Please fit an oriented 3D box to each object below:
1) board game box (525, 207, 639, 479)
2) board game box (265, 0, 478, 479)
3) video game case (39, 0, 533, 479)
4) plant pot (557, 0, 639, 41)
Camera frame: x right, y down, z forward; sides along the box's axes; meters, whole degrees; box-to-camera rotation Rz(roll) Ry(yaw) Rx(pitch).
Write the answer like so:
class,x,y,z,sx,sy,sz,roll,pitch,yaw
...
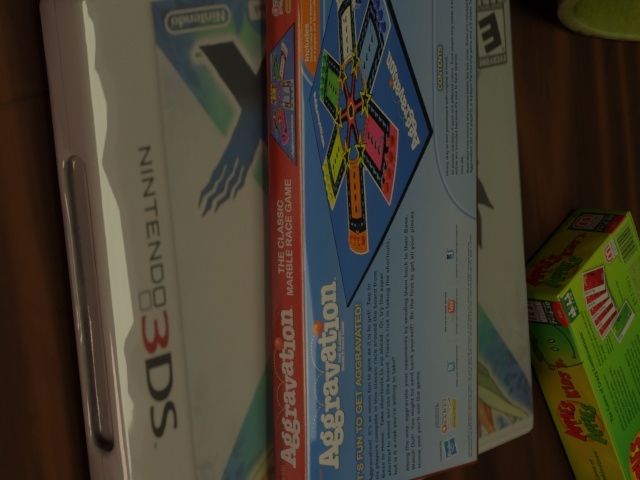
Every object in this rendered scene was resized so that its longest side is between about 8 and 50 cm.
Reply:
class,x,y,z,sx,sy,sz,roll,pitch,yaw
board game box,0.186,0.079,1.206,0.092,0.043,0.181,-45,124,-35
board game box,0.030,-0.009,0.986,0.145,0.027,0.281,-7,99,-48
video game case,0.000,0.000,1.000,0.329,0.036,0.300,-16,106,-46
plant pot,0.268,-0.273,1.131,0.276,0.276,0.254,1,81,-48
